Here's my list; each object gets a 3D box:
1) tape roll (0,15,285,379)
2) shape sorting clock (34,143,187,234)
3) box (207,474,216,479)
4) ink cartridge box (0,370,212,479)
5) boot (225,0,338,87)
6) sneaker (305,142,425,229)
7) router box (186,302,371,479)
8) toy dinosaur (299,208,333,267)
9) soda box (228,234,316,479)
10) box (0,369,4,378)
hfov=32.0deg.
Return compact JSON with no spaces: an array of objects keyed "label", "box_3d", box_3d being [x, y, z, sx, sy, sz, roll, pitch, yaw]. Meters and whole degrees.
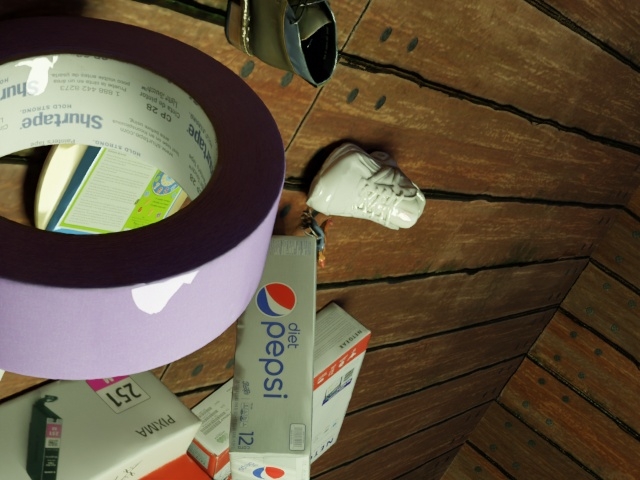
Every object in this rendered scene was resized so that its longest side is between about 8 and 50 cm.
[{"label":"tape roll","box_3d":[-0.165,-0.039,0.764,0.275,0.275,0.090,-34,151,-39]},{"label":"shape sorting clock","box_3d":[-0.178,-0.065,1.017,0.206,0.040,0.206,-39,151,-26]},{"label":"box","box_3d":[-0.184,0.392,1.430,0.165,0.143,0.270,-45,137,-1]},{"label":"ink cartridge box","box_3d":[-0.219,0.245,1.137,0.275,0.239,0.060,-21,145,-53]},{"label":"boot","box_3d":[-0.023,-0.234,0.982,0.082,0.106,0.219,-41,156,-29]},{"label":"sneaker","box_3d":[0.071,-0.061,1.424,0.232,0.115,0.090,-12,134,-59]},{"label":"router box","box_3d":[-0.083,0.291,1.695,0.335,0.082,0.301,-36,153,-37]},{"label":"toy dinosaur","box_3d":[0.000,0.000,1.419,0.090,0.082,0.047,-12,144,-29]},{"label":"soda box","box_3d":[-0.052,0.136,1.295,0.098,0.091,0.286,92,-1,-56]},{"label":"box","box_3d":[-0.383,0.162,0.928,0.232,0.058,0.322,-10,132,-60]}]
